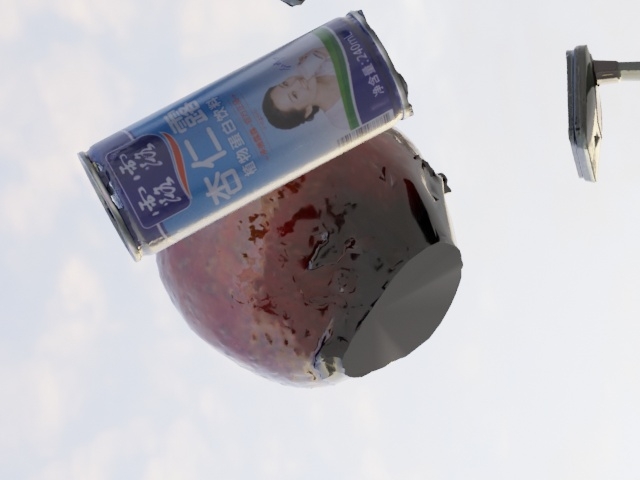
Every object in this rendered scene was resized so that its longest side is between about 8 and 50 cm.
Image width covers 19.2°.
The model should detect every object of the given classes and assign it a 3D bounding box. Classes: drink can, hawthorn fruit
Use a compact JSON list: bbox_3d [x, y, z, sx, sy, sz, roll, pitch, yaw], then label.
[{"bbox_3d":[-0.055,-0.078,1.405,0.097,0.235,0.097,60,173,12],"label":"drink can"},{"bbox_3d":[-0.013,0.007,1.864,0.316,0.316,0.316,14,-107,-55],"label":"hawthorn fruit"}]

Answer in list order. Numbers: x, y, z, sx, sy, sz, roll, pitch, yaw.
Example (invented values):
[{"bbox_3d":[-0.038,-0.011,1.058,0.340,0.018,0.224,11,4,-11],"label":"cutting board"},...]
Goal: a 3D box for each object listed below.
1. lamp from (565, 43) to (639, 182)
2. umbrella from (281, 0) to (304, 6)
[{"bbox_3d":[0.372,-0.089,1.837,0.203,0.283,0.124,64,-138,-65],"label":"lamp"},{"bbox_3d":[-0.146,-0.304,1.565,0.340,0.118,0.118,34,-129,-11],"label":"umbrella"}]
